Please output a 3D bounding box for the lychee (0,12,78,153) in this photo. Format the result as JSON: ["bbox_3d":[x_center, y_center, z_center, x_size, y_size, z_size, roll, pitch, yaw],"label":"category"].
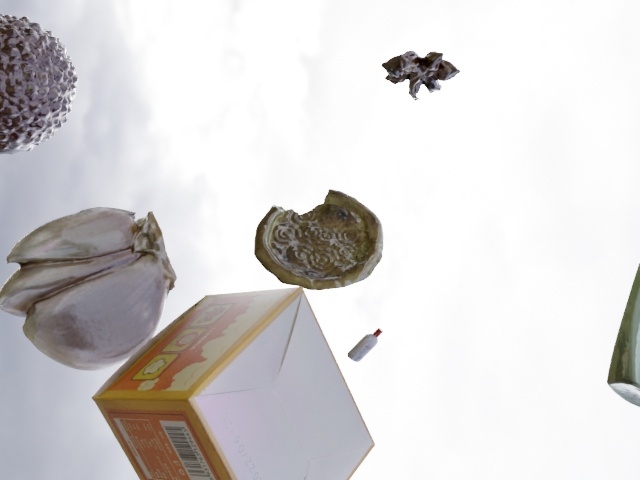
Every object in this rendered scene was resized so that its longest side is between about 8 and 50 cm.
[{"bbox_3d":[-0.590,-0.285,1.733,0.264,0.300,0.264,29,-51,43],"label":"lychee"}]

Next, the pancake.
[{"bbox_3d":[0.000,0.000,1.662,0.212,0.235,0.029,58,-20,32],"label":"pancake"}]

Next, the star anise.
[{"bbox_3d":[0.206,-0.353,1.978,0.168,0.168,0.057,-39,-141,51],"label":"star anise"}]

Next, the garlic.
[{"bbox_3d":[-0.396,0.088,1.645,0.132,0.325,0.279,-2,-69,61],"label":"garlic"}]

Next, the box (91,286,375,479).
[{"bbox_3d":[-0.113,0.251,1.307,0.214,0.259,0.283,-7,-65,38],"label":"box"}]

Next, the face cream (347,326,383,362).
[{"bbox_3d":[0.090,0.202,1.852,0.083,0.040,0.021,-46,-131,12],"label":"face cream"}]

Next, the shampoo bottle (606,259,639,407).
[{"bbox_3d":[0.568,0.093,1.582,0.078,0.134,0.359,-8,-128,56],"label":"shampoo bottle"}]
